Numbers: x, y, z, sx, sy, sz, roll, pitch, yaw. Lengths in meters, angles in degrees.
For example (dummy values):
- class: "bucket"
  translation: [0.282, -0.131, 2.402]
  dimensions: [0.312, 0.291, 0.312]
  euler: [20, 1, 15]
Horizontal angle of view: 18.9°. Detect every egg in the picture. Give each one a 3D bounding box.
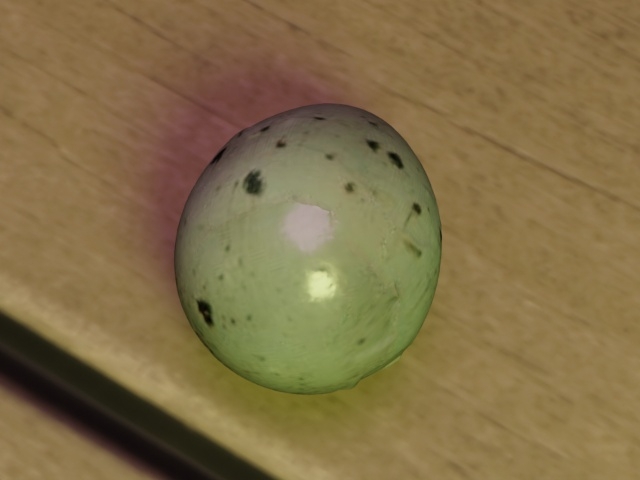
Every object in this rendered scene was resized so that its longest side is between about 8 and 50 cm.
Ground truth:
- class: "egg"
  translation: [0.000, 0.000, 0.934]
  dimensions: [0.131, 0.131, 0.164]
  euler: [21, 42, 11]
